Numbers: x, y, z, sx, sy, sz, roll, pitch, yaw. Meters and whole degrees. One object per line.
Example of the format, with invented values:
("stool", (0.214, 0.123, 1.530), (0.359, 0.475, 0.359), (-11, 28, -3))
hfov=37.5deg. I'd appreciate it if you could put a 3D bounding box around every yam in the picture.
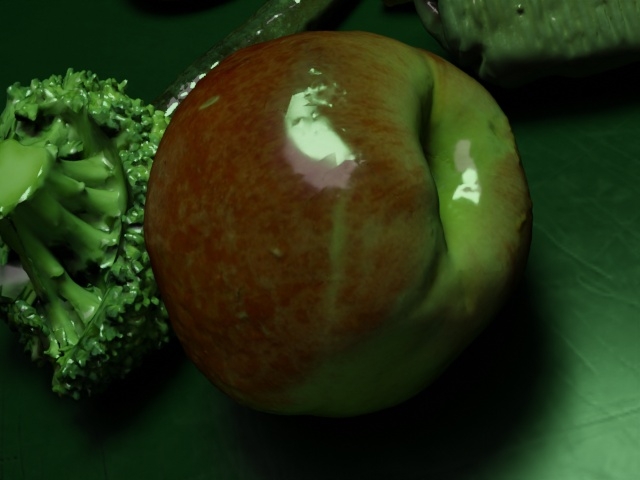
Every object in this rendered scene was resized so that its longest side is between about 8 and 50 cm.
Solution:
("yam", (-0.049, -0.176, 0.834), (0.274, 0.061, 0.061), (-45, 51, -13))

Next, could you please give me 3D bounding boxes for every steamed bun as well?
("steamed bun", (0.171, -0.226, 0.700), (0.218, 0.211, 0.144), (-14, 10, 16))

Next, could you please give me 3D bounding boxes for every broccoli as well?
("broccoli", (-0.178, -0.008, 0.693), (0.198, 0.176, 0.226), (-6, 39, 25))

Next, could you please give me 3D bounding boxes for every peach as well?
("peach", (0.000, 0.000, 0.586), (0.256, 0.232, 0.232), (-31, 39, 47))

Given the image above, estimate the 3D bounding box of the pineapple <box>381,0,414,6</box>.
("pineapple", (0.114, -0.236, 0.808), (0.137, 0.069, 0.116), (-33, 54, 10))
